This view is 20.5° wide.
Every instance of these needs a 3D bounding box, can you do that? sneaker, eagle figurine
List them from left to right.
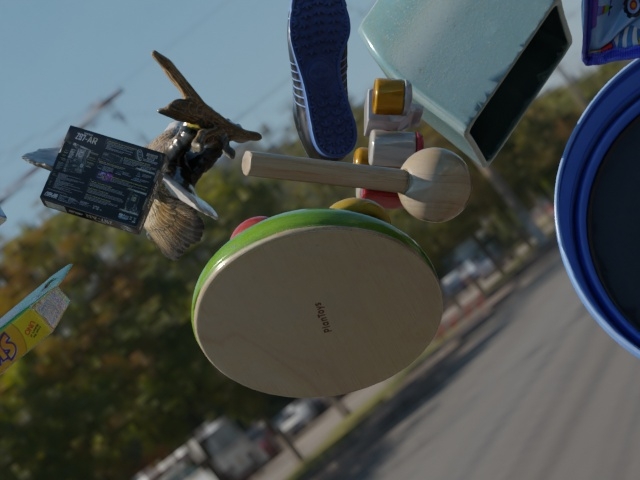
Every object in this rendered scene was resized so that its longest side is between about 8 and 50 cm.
[{"bbox_3d":[-0.226,-0.093,2.363,0.298,0.226,0.225,-32,-8,33],"label":"eagle figurine"},{"bbox_3d":[-0.005,-0.203,2.162,0.081,0.232,0.090,-2,-8,-15],"label":"sneaker"}]

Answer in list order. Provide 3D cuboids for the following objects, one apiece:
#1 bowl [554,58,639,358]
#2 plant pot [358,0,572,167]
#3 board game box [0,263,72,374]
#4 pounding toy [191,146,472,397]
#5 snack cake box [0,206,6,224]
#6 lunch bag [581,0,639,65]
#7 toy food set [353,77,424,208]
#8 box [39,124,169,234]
[{"bbox_3d":[0.439,-0.029,1.828,0.391,0.391,0.077,-38,-21,-4],"label":"bowl"},{"bbox_3d":[0.206,-0.300,2.704,0.247,0.252,0.248,-55,-16,-1],"label":"plant pot"},{"bbox_3d":[-0.301,0.117,1.456,0.259,0.039,0.124,-42,8,5],"label":"board game box"},{"bbox_3d":[0.000,0.000,1.298,0.182,0.110,0.237,6,-46,-14],"label":"pounding toy"},{"bbox_3d":[-0.402,-0.027,1.535,0.152,0.089,0.264,-35,-14,7],"label":"snack cake box"},{"bbox_3d":[0.257,-0.312,1.369,0.293,0.138,0.221,64,-146,-50],"label":"lunch bag"},{"bbox_3d":[0.099,-0.096,1.966,0.104,0.111,0.232,3,-24,-4],"label":"toy food set"},{"bbox_3d":[-0.170,-0.048,1.393,0.018,0.083,0.067,83,-155,-69],"label":"box"}]
